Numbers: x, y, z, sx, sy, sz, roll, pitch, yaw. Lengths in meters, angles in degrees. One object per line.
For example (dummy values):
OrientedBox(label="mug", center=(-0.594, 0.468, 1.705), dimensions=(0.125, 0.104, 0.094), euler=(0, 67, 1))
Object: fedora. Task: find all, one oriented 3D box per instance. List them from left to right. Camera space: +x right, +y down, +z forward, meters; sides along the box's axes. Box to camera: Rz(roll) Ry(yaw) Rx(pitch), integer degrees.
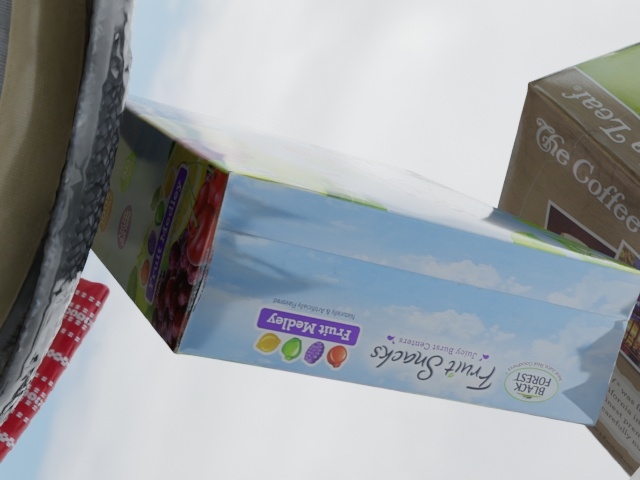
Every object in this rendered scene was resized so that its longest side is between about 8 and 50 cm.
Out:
OrientedBox(label="fedora", center=(-0.203, -0.060, 0.468), dimensions=(0.334, 0.152, 0.334), euler=(-21, -116, 53))

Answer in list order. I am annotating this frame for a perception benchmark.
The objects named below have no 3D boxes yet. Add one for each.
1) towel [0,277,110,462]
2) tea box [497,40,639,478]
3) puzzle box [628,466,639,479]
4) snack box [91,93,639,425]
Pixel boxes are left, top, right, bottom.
OrientedBox(label="towel", center=(-0.282, 0.108, 0.775), dimensions=(0.275, 0.198, 0.031), euler=(-59, 153, -25))
OrientedBox(label="tea box", center=(0.336, 0.022, 0.827), dimensions=(0.329, 0.323, 0.220), euler=(51, -31, 35))
OrientedBox(label="puzzle box", center=(0.230, 0.218, 0.582), dimensions=(0.052, 0.272, 0.409), euler=(-77, -172, -46))
OrientedBox(label="snack box", center=(0.000, 0.000, 0.513), dimensions=(0.207, 0.174, 0.070), euler=(36, -69, 64))
